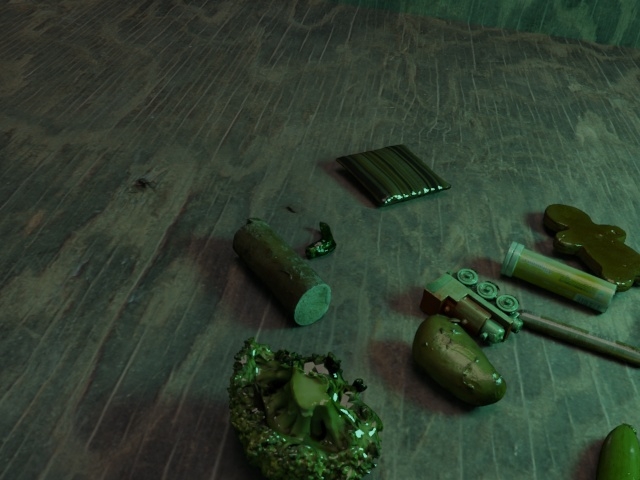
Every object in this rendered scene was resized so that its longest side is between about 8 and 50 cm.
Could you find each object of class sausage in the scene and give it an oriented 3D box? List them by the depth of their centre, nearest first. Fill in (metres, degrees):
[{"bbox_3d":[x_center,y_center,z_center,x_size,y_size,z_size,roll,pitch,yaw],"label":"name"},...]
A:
[{"bbox_3d":[0.484,0.179,1.289,0.268,0.033,0.033,19,36,15],"label":"sausage"}]

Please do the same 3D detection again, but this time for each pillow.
[{"bbox_3d":[0.178,-0.164,1.702,0.212,0.052,0.208,-16,44,-27],"label":"pillow"}]

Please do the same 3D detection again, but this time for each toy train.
[{"bbox_3d":[0.285,0.127,1.299,0.118,0.074,0.176,-32,55,-30],"label":"toy train"}]

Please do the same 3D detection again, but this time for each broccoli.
[{"bbox_3d":[-0.030,0.237,0.980,0.197,0.227,0.176,-17,-2,-30],"label":"broccoli"}]

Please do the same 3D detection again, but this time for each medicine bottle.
[{"bbox_3d":[0.479,0.076,1.407,0.218,0.074,0.074,24,38,18],"label":"medicine bottle"}]

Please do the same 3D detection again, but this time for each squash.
[{"bbox_3d":[0.443,0.342,1.026,0.066,0.066,0.201,21,34,18],"label":"squash"}]

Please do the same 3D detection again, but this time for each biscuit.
[{"bbox_3d":[0.606,0.012,1.539,0.196,0.049,0.302,-5,37,-25],"label":"biscuit"}]

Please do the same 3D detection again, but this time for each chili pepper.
[{"bbox_3d":[0.008,0.001,1.451,0.055,0.035,0.118,28,41,0],"label":"chili pepper"}]

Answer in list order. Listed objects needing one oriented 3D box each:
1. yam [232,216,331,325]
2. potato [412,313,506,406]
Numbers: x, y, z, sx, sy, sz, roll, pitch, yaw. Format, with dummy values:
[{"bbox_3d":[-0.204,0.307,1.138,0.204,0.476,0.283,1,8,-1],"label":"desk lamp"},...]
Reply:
[{"bbox_3d":[-0.079,0.051,1.316,0.093,0.093,0.259,-17,41,-31],"label":"yam"},{"bbox_3d":[0.227,0.204,1.162,0.105,0.085,0.188,-36,55,-18],"label":"potato"}]
